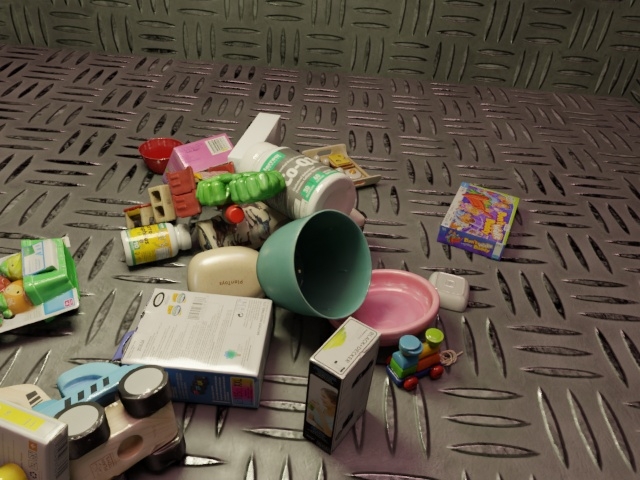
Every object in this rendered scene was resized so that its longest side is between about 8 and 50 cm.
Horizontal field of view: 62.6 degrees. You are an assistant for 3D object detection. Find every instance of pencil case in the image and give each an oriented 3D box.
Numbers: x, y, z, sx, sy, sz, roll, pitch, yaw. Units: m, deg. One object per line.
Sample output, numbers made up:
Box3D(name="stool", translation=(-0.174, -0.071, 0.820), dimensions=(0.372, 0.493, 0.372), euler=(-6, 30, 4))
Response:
Box3D(name="pencil case", translation=(-0.222, -0.040, 1.784), dimensions=(0.410, 0.159, 0.183), euler=(-23, 53, -31))

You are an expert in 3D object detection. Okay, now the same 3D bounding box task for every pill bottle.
Box3D(name="pill bottle", translation=(-0.536, 0.006, 1.722), dimensions=(0.209, 0.117, 0.117), euler=(-12, 41, -22))
Box3D(name="pill bottle", translation=(-0.083, -0.176, 1.672), dimensions=(0.361, 0.204, 0.204), euler=(30, 44, 34))

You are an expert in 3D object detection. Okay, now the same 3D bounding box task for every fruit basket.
Box3D(name="fruit basket", translation=(-0.883, 0.129, 1.489), dimensions=(0.353, 0.165, 0.327), euler=(-15, 42, -19))

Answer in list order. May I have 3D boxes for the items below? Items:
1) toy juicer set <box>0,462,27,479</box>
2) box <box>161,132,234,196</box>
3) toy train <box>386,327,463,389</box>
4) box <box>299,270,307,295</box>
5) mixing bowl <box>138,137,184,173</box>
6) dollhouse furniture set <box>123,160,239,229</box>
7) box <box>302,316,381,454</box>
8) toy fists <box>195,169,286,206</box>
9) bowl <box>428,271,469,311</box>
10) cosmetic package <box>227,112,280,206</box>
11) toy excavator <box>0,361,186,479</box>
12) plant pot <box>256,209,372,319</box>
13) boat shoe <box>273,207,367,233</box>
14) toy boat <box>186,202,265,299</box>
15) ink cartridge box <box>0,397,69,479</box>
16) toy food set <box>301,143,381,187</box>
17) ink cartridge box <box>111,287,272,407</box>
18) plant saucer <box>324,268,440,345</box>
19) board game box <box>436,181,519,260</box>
Box3D(name="toy juicer set", translation=(-0.635, 0.549, 0.957), dimensions=(0.329, 0.209, 0.089), euler=(-26, -4, 16))
Box3D(name="box", translation=(-0.451, -0.267, 1.967), dimensions=(0.214, 0.243, 0.117), euler=(-25, 81, -33))
Box3D(name="toy train", translation=(0.304, 0.294, 1.431), dimensions=(0.248, 0.143, 0.105), euler=(-15, 43, -24))
Box3D(name="box", translation=(-0.086, 0.106, 1.698), dimensions=(0.183, 0.056, 0.231), euler=(-27, 48, -34))
Box3D(name="mixing bowl", translation=(-0.648, -0.337, 2.165), dimensions=(0.182, 0.098, 0.181), euler=(4, 37, -3))
Box3D(name="dollhouse furniture set", translation=(-0.479, -0.151, 1.785), dimensions=(0.374, 0.152, 0.201), euler=(-8, 7, 34))
Box3D(name="box", translation=(0.047, 0.339, 1.225), dimensions=(0.087, 0.289, 0.169), euler=(27, 43, 25))
Box3D(name="toy fists", translation=(-0.245, -0.157, 1.552), dimensions=(0.279, 0.096, 0.142), euler=(0, 21, 31))
Box3D(name="bowl", translation=(0.413, 0.156, 1.698), dimensions=(0.142, 0.053, 0.142), euler=(15, 37, 11))
Box3D(name="cosmetic package", translation=(-0.238, -0.272, 1.981), dimensions=(0.098, 0.284, 0.377), euler=(11, 38, 6))
Box3D(name="toy excavator", translation=(-0.586, 0.395, 1.182), dimensions=(0.433, 0.222, 0.445), euler=(-27, 35, -35))
Box3D(name="plant pot", translation=(-0.041, 0.073, 1.472), dimensions=(0.235, 0.292, 0.293), euler=(-8, 21, 46))
Box3D(name="boat shoe", translation=(0.000, 0.000, 1.749), dimensions=(0.341, 0.158, 0.127), euler=(-11, 36, -27))
Box3D(name="toy boat", translation=(-0.263, 0.046, 1.587), dimensions=(0.268, 0.318, 0.148), euler=(2, 5, -17))
Box3D(name="ink cartridge box", translation=(-0.628, 0.432, 1.014), dimensions=(0.307, 0.303, 0.072), euler=(17, 26, 14))
Box3D(name="toy food set", translation=(0.085, -0.318, 2.234), dimensions=(0.220, 0.092, 0.306), euler=(-15, 43, -24))
Box3D(name="ink cartridge box", translation=(-0.337, 0.272, 1.377), dimensions=(0.396, 0.151, 0.270), euler=(7, 37, -1))
Box3D(name="plant saucer", translation=(0.179, 0.200, 1.541), dimensions=(0.332, 0.084, 0.332), euler=(-5, 27, 2))
Box3D(name="board game box", translation=(0.607, -0.082, 2.006), dimensions=(0.234, 0.078, 0.347), euler=(19, 40, 17))
